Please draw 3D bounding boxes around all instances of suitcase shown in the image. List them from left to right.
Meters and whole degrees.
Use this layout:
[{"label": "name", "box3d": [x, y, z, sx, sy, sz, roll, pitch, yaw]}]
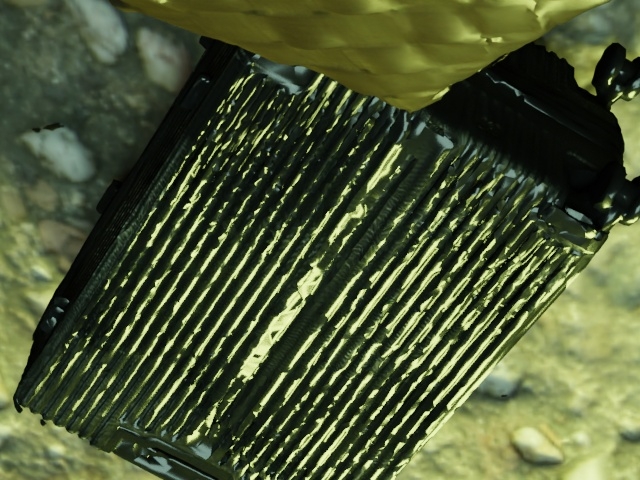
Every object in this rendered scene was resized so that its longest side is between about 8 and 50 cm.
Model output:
[{"label": "suitcase", "box3d": [0.000, 0.000, 0.953, 0.229, 0.152, 0.335, 29, 125, -11]}]

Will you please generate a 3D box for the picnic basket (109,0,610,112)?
[{"label": "picnic basket", "box3d": [-0.013, -0.235, 0.691, 0.321, 0.291, 0.254, 23, 162, -16]}]
